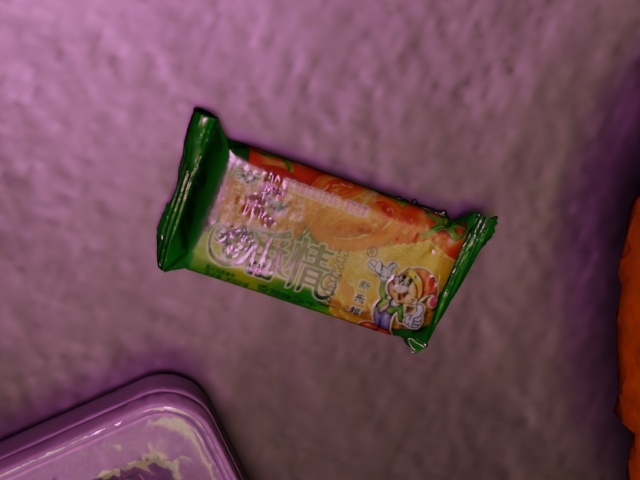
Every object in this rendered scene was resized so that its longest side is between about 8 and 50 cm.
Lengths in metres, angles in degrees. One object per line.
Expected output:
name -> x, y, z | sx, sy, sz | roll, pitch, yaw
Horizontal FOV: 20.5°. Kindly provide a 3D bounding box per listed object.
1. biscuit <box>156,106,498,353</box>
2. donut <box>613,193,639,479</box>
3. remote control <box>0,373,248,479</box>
biscuit -> 0.000, 0.000, 0.485 | 0.089, 0.016, 0.046 | 19, 103, -10
donut -> 0.201, 0.026, 0.470 | 0.253, 0.118, 0.253 | -3, 100, -19
remote control -> -0.129, 0.129, 0.500 | 0.250, 0.034, 0.103 | -24, 106, 1
